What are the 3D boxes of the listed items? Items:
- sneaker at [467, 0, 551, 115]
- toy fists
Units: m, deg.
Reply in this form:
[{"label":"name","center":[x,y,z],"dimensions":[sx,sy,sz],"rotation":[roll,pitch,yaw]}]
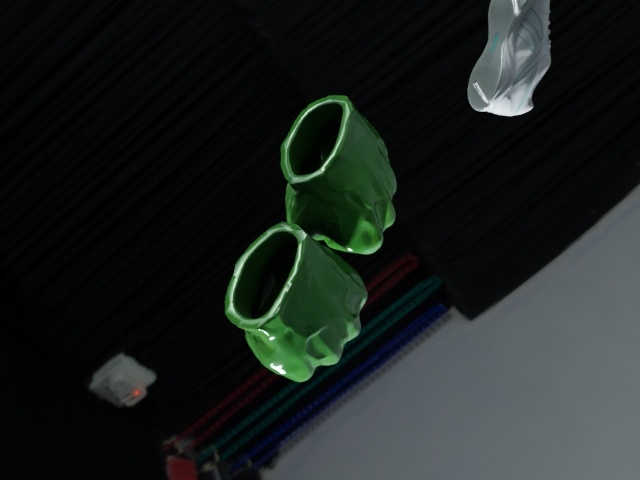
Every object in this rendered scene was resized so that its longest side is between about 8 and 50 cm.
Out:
[{"label":"sneaker","center":[0.187,-0.190,0.645],"dimensions":[0.061,0.152,0.053],"rotation":[10,-166,-28]},{"label":"toy fists","center":[0.000,0.000,0.693],"dimensions":[0.096,0.279,0.142],"rotation":[-1,149,36]}]
